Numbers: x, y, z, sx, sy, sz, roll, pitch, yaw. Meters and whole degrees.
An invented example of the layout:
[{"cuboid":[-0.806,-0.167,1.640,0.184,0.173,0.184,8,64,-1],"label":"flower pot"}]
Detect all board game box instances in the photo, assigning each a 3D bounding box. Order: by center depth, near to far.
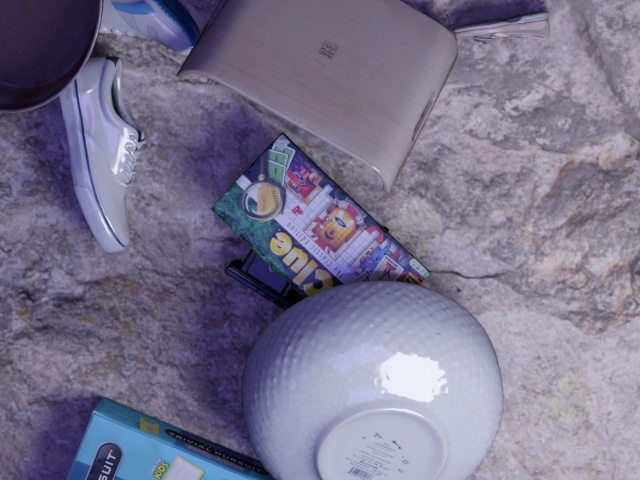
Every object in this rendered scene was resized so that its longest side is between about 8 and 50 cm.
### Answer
[{"cuboid":[0.000,0.000,1.707,0.259,0.030,0.136,43,99,-2],"label":"board game box"},{"cuboid":[-0.189,0.395,1.816,0.336,0.079,0.254,23,98,0],"label":"board game box"}]

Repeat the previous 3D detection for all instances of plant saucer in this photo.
[{"cuboid":[-0.391,-0.318,1.700,0.310,0.050,0.311,5,102,26],"label":"plant saucer"}]

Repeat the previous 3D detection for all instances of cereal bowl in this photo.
[{"cuboid":[0.071,0.223,1.684,0.338,0.141,0.339,-3,124,-5],"label":"cereal bowl"}]

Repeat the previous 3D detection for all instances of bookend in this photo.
[{"cuboid":[-0.016,0.014,1.760,0.156,0.072,0.157,33,97,-2],"label":"bookend"}]

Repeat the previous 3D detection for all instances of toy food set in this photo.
[{"cuboid":[0.002,-0.224,1.704,0.306,0.092,0.220,29,71,-3],"label":"toy food set"}]

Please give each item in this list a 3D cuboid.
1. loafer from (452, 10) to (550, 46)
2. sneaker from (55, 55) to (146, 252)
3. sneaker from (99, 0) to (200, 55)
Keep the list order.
[{"cuboid":[0.233,-0.265,1.726,0.125,0.045,0.039,-10,104,1],"label":"loafer"},{"cuboid":[-0.272,-0.114,1.744,0.091,0.094,0.258,-11,96,9],"label":"sneaker"},{"cuboid":[-0.255,-0.298,1.729,0.228,0.087,0.092,34,106,4],"label":"sneaker"}]
